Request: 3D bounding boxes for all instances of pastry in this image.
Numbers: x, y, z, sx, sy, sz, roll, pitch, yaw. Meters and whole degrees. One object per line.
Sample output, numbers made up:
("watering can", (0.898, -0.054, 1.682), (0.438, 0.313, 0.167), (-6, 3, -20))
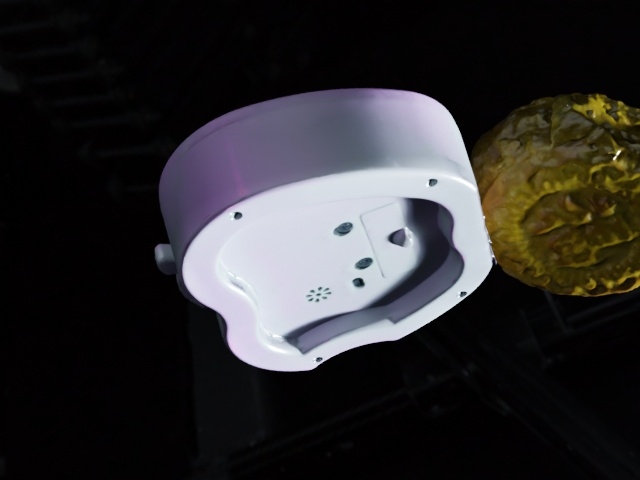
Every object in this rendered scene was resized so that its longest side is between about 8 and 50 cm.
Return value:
("pastry", (0.280, -0.060, 1.143), (0.240, 0.235, 0.132), (10, -137, 4))

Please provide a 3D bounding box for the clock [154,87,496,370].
("clock", (0.000, 0.000, 1.014), (0.338, 0.338, 0.102), (-24, -126, 10))
